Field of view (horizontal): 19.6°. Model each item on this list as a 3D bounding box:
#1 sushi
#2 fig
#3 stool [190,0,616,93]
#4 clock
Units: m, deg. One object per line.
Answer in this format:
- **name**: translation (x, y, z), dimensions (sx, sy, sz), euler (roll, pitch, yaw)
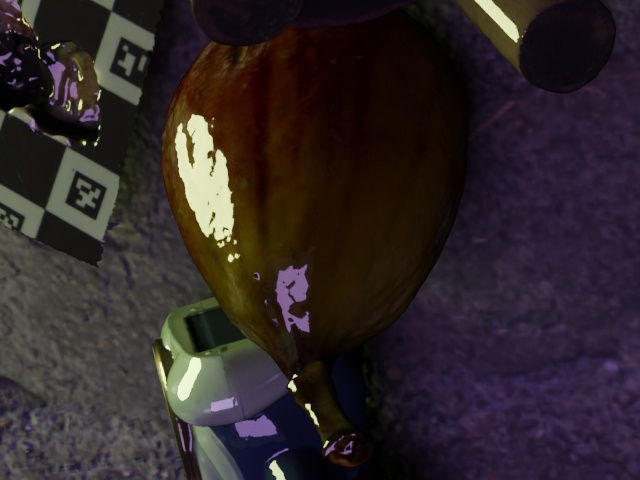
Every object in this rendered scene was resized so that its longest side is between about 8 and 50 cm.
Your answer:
- **sushi**: translation (-0.188, -0.112, 1.085), dimensions (0.215, 0.050, 0.192), euler (25, 115, 16)
- **fig**: translation (0.002, 0.001, 0.957), dimensions (0.170, 0.274, 0.145), euler (-19, 141, 19)
- **stool**: translation (0.031, -0.197, 0.822), dimensions (0.272, 0.178, 0.272), euler (-12, 125, -18)
- **clock**: translation (-0.013, 0.156, 1.070), dimensions (0.146, 0.199, 0.243), euler (-19, 104, -10)
